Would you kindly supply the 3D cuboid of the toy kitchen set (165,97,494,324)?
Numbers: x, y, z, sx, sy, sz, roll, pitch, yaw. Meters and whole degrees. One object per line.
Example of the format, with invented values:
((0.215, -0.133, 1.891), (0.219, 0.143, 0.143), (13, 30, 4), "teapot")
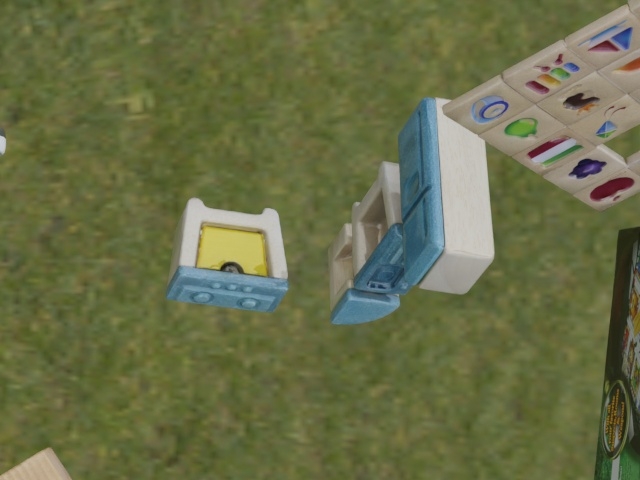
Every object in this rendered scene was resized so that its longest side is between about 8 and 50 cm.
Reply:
((0.000, 0.000, 1.345), (0.166, 0.207, 0.122), (8, 57, -17), "toy kitchen set")

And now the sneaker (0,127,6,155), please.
((-0.414, -0.026, 1.853), (0.295, 0.124, 0.178), (-4, 92, -47), "sneaker")

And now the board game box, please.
((0.213, 0.119, 1.265), (0.030, 0.136, 0.259), (7, 86, -14), "board game box")

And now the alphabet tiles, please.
((0.215, -0.097, 1.113), (0.198, 0.237, 0.009), (26, 42, -52), "alphabet tiles")

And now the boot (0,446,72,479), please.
((-0.311, 0.128, 1.270), (0.211, 0.104, 0.295), (-31, 76, -30), "boot")
